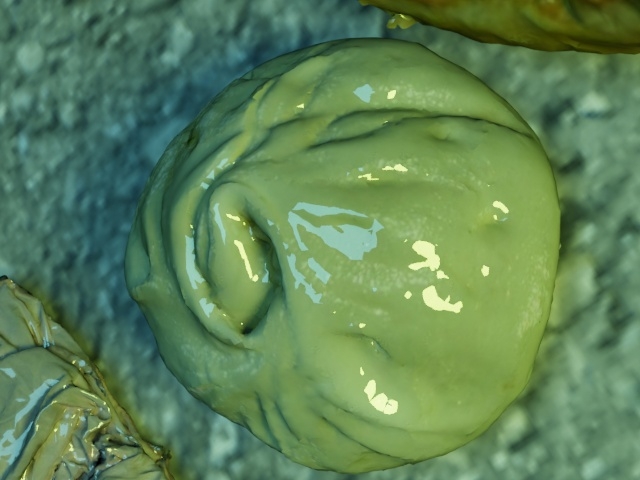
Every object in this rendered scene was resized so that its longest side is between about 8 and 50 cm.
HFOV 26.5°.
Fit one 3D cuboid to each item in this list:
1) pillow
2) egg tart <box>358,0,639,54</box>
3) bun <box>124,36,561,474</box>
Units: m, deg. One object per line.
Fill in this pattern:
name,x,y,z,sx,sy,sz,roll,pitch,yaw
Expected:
pillow,-0.115,0.140,0.607,0.135,0.049,0.248,-47,70,12
egg tart,0.025,-0.222,0.410,0.388,0.388,0.169,25,71,27
bun,0.000,0.000,0.527,0.183,0.102,0.183,-3,83,25
